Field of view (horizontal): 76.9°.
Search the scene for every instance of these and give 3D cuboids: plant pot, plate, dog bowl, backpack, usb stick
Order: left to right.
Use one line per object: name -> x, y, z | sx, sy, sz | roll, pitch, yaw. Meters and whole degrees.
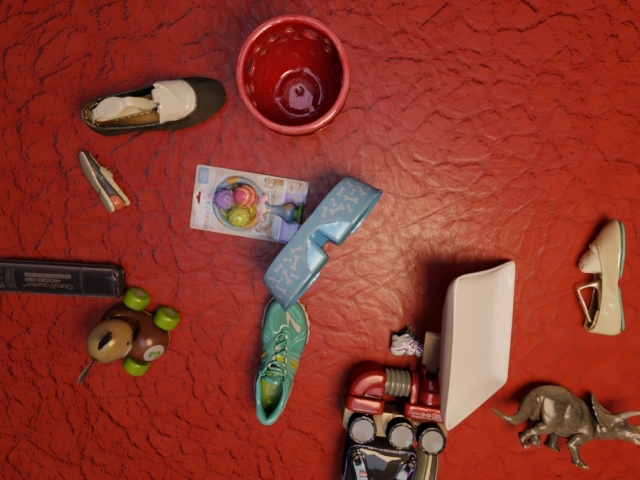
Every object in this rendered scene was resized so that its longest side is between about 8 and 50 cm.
usb stick -> -0.556, 0.081, 0.857 | 0.278, 0.045, 0.077 | 3, 105, 0
plant pot -> -0.045, -0.282, 0.738 | 0.191, 0.174, 0.190 | 0, 98, 0
dog bowl -> 0.000, 0.000, 0.780 | 0.074, 0.166, 0.297 | 39, 89, 7
backpack -> 0.119, 0.506, 0.872 | 0.159, 0.117, 0.173 | 8, 97, -1
plate -> 0.306, 0.186, 0.792 | 0.045, 0.278, 0.276 | 7, 99, 45

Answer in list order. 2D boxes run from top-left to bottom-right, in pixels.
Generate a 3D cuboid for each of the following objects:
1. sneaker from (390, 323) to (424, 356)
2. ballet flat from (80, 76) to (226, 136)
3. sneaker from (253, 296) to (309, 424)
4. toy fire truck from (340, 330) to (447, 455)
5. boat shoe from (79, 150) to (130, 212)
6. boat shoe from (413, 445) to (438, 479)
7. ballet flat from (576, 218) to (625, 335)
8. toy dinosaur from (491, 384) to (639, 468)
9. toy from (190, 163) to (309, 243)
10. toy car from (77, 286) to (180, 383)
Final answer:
sneaker -> 0.201, 0.213, 0.871 | 0.099, 0.038, 0.069 | -2, 98, 0
ballet flat -> -0.326, -0.257, 0.783 | 0.281, 0.096, 0.095 | -14, 97, 2
sneaker -> -0.084, 0.250, 0.843 | 0.107, 0.110, 0.274 | 8, 97, -1
toy fire truck -> 0.168, 0.294, 0.835 | 0.217, 0.158, 0.246 | 10, 89, 0
boat shoe -> -0.446, -0.124, 0.830 | 0.043, 0.049, 0.136 | -33, 95, -38
boat shoe -> 0.221, 0.570, 0.889 | 0.069, 0.081, 0.227 | 22, 79, -12
ballet flat -> 0.579, 0.080, 0.836 | 0.086, 0.086, 0.248 | -7, 98, 1
toy dinosaur -> 0.508, 0.378, 0.870 | 0.314, 0.121, 0.160 | 19, 85, 2
toy -> -0.152, -0.072, 0.827 | 0.238, 0.056, 0.136 | 9, 97, -1
toy car -> -0.396, 0.205, 0.799 | 0.149, 0.188, 0.155 | 34, 97, -4
